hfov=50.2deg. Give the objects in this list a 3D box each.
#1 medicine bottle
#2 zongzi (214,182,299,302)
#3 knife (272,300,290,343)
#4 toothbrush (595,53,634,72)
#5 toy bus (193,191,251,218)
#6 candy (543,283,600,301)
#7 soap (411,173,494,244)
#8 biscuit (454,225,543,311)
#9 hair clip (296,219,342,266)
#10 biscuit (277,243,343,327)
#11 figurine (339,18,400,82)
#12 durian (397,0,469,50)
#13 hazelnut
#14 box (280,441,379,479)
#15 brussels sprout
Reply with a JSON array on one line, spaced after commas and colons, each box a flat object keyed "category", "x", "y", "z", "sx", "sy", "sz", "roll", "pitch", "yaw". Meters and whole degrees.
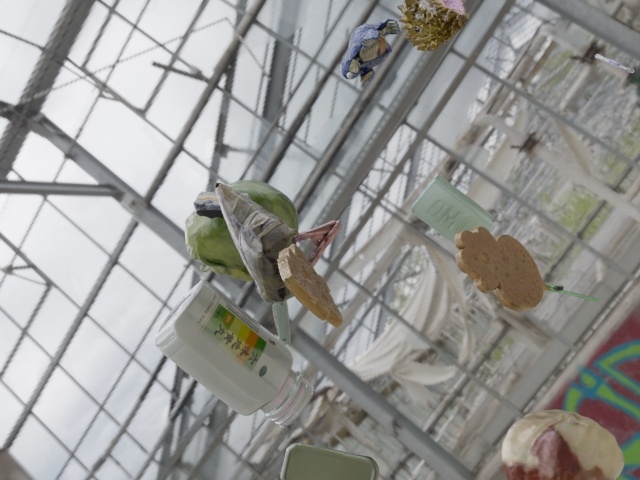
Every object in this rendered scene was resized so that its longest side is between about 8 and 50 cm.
[{"category": "medicine bottle", "x": -0.166, "y": 0.240, "z": 1.391, "sx": 0.124, "sy": 0.324, "sz": 0.179, "roll": -39, "pitch": 14, "yaw": 32}, {"category": "zongzi", "x": -0.174, "y": 0.006, "z": 1.791, "sx": 0.134, "sy": 0.288, "sz": 0.285, "roll": -36, "pitch": -32, "yaw": -24}, {"category": "knife", "x": -0.111, "y": 0.230, "z": 1.957, "sx": 0.023, "sy": 0.044, "sz": 0.162, "roll": -91, "pitch": -2, "yaw": -58}, {"category": "toothbrush", "x": 0.667, "y": -0.403, "z": 1.556, "sx": 0.013, "sy": 0.131, "sz": 0.011, "roll": 24, "pitch": -71, "yaw": -29}, {"category": "toy bus", "x": -0.278, "y": -0.102, "z": 1.968, "sx": 0.057, "sy": 0.172, "sz": 0.072, "roll": 70, "pitch": -150, "yaw": -48}, {"category": "candy", "x": 0.695, "y": 0.149, "z": 2.035, "sx": 0.078, "sy": 0.288, "sz": 0.084, "roll": 144, "pitch": 141, "yaw": -84}, {"category": "soap", "x": 0.358, "y": -0.073, "z": 1.860, "sx": 0.119, "sy": 0.198, "sz": 0.066, "roll": -53, "pitch": -1, "yaw": 28}, {"category": "biscuit", "x": 0.430, "y": 0.067, "z": 1.651, "sx": 0.289, "sy": 0.201, "sz": 0.044, "roll": 17, "pitch": -34, "yaw": -29}, {"category": "hair clip", "x": 0.005, "y": 0.010, "z": 1.862, "sx": 0.138, "sy": 0.102, "sz": 0.123, "roll": -21, "pitch": 8, "yaw": -3}, {"category": "biscuit", "x": -0.035, "y": 0.093, "z": 1.445, "sx": 0.041, "sy": 0.212, "sz": 0.239, "roll": -34, "pitch": -16, "yaw": 12}, {"category": "figurine", "x": 0.121, "y": -0.532, "z": 1.924, "sx": 0.262, "sy": 0.121, "sz": 0.164, "roll": -47, "pitch": -23, "yaw": -50}, {"category": "durian", "x": 0.271, "y": -0.593, "z": 1.752, "sx": 0.191, "sy": 0.112, "sz": 0.341, "roll": -34, "pitch": 37, "yaw": 32}, {"category": "hazelnut", "x": 0.548, "y": 0.506, "z": 1.564, "sx": 0.261, "sy": 0.261, "sz": 0.240, "roll": -23, "pitch": -77, "yaw": -58}, {"category": "box", "x": 0.023, "y": 0.671, "z": 1.996, "sx": 0.178, "sy": 0.274, "sz": 0.138, "roll": 111, "pitch": 174, "yaw": -76}, {"category": "brussels sprout", "x": -0.254, "y": -0.049, "z": 2.228, "sx": 0.372, "sy": 0.275, "sz": 0.314, "roll": -1, "pitch": -54, "yaw": -12}]
